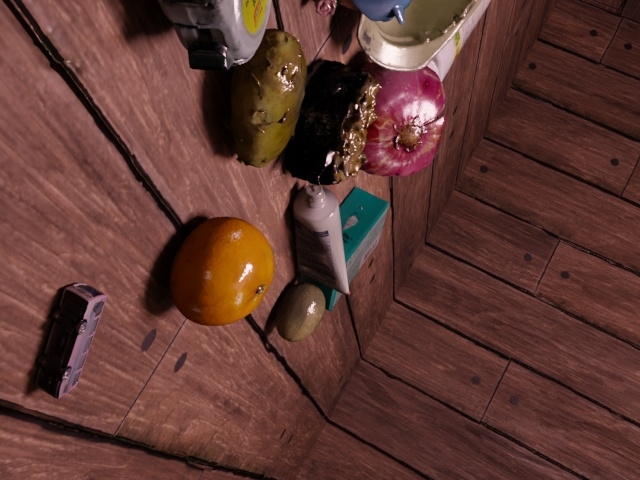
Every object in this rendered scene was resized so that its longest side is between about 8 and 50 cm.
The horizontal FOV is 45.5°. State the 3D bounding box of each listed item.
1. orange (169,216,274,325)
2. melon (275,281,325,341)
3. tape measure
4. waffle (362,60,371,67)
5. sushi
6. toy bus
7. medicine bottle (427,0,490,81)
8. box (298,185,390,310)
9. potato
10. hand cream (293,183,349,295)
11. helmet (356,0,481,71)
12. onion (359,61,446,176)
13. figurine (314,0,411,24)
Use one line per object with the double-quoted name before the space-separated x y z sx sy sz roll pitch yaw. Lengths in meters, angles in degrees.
"orange" -0.131 0.044 1.036 0.156 0.124 0.156 -60 168 -21
"melon" -0.043 0.149 1.591 0.130 0.098 0.098 -60 166 -2
"tape measure" -0.077 -0.316 0.747 0.164 0.084 0.330 91 11 -61
"waffle" 0.081 -0.292 1.404 0.078 0.016 0.085 -63 166 16
"sushi" 0.018 -0.170 1.197 0.147 0.115 0.212 -50 162 -42
"toy bus" -0.272 0.109 0.832 0.130 0.037 0.052 -67 167 18
"medicine bottle" 0.227 -0.412 1.498 0.324 0.124 0.179 -60 164 -18
"box" 0.051 0.016 1.696 0.245 0.092 0.153 -51 162 -38
"potato" -0.070 -0.167 0.948 0.225 0.090 0.117 106 10 -59
"hand cream" 0.000 0.000 1.461 0.077 0.124 0.340 -58 161 -26
"helmet" 0.139 -0.406 1.173 0.204 0.137 0.257 19 119 -40
"onion" 0.111 -0.213 1.333 0.200 0.200 0.207 -52 176 -38
"figurine" 0.050 -0.367 1.013 0.178 0.144 0.114 56 21 -52
